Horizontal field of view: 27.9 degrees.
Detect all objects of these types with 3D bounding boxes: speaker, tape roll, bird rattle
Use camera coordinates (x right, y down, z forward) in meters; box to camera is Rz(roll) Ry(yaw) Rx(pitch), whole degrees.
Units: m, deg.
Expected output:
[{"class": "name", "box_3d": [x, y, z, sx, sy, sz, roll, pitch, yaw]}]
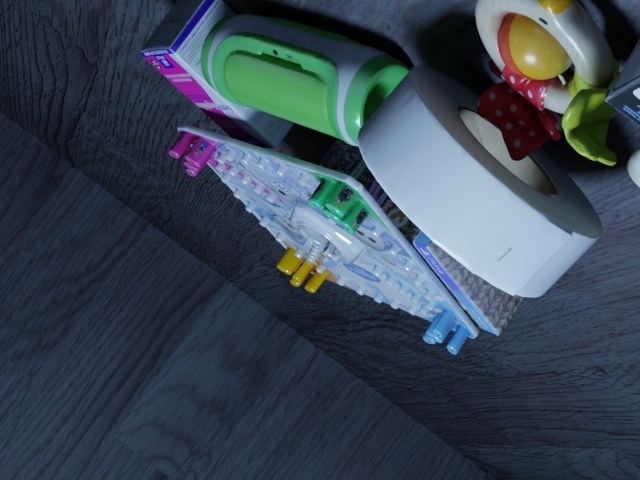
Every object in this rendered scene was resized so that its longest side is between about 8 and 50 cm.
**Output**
[{"class": "speaker", "box_3d": [-0.021, -0.212, 1.677, 0.296, 0.131, 0.131, 23, 161, 39]}, {"class": "tape roll", "box_3d": [0.180, -0.067, 1.449, 0.286, 0.100, 0.286, 36, -159, -16]}, {"class": "bird rattle", "box_3d": [0.236, -0.183, 1.298, 0.207, 0.143, 0.253, 56, 171, -25]}]

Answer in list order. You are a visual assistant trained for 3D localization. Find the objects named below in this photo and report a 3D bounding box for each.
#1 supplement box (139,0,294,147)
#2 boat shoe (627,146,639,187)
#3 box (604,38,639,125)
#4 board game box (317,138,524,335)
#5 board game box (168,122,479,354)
[{"class": "supplement box", "box_3d": [-0.132, -0.243, 1.857, 0.220, 0.114, 0.111, 41, 164, -26]}, {"class": "boat shoe", "box_3d": [0.405, -0.045, 1.372, 0.170, 0.063, 0.059, 36, 168, 6]}, {"class": "box", "box_3d": [0.336, -0.176, 0.919, 0.087, 0.169, 0.290, 35, 164, -7]}, {"class": "board game box", "box_3d": [0.145, -0.015, 1.892, 0.291, 0.141, 0.232, 20, 159, 47]}, {"class": "board game box", "box_3d": [0.000, 0.000, 1.879, 0.390, 0.050, 0.390, 21, 160, 45]}]
